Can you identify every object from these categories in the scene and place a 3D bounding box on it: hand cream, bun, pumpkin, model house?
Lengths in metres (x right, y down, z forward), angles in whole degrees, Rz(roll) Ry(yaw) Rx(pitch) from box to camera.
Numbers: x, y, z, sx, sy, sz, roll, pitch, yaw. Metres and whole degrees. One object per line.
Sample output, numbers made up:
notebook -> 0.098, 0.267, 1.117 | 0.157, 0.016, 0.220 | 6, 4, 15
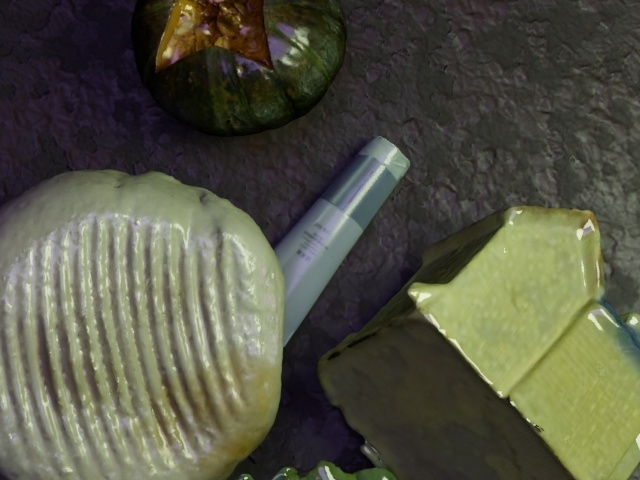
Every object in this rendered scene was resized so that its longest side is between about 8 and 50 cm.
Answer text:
hand cream -> 0.000, 0.000, 1.989 | 0.079, 0.048, 0.255 | 37, 84, 13
bun -> -0.212, 0.100, 1.886 | 0.365, 0.219, 0.365 | 0, 94, -7
pumpkin -> -0.086, -0.219, 1.976 | 0.238, 0.159, 0.238 | -8, 66, 18
model house -> 0.197, 0.129, 1.892 | 0.321, 0.261, 0.266 | 48, 57, -8

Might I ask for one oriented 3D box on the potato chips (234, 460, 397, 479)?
potato chips -> 0.020, 0.393, 1.771 | 0.389, 0.097, 0.373 | 39, 70, -1
